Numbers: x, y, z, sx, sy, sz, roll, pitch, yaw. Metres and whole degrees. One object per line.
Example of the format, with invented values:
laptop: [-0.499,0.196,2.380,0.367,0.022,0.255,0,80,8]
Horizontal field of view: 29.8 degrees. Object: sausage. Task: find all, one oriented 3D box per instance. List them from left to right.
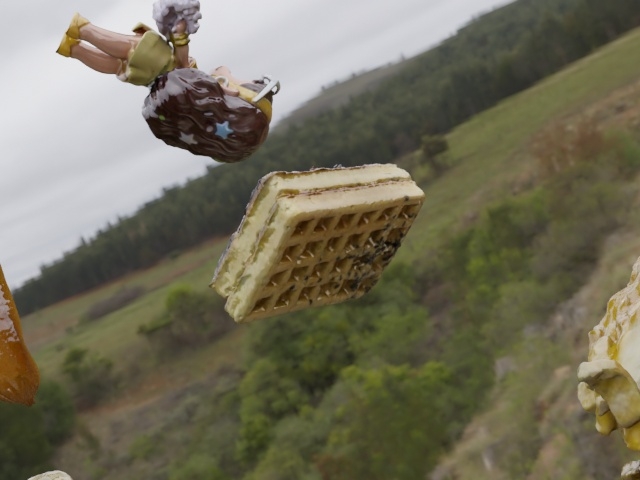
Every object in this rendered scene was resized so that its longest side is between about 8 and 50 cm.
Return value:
sausage: [-0.293,0.061,1.032,0.062,0.183,0.054,-24,-8,24]

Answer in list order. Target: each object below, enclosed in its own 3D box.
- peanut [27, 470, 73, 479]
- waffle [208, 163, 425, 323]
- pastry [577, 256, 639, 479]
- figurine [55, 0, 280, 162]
peanut: [-0.228,0.242,0.873,0.080,0.080,0.174,-19,31,45]
waffle: [0.000,0.000,0.822,0.148,0.042,0.102,-7,-47,-50]
pastry: [0.208,0.060,0.682,0.154,0.102,0.250,-58,-11,30]
figurine: [-0.160,-0.174,1.291,0.116,0.240,0.174,-61,12,-28]
